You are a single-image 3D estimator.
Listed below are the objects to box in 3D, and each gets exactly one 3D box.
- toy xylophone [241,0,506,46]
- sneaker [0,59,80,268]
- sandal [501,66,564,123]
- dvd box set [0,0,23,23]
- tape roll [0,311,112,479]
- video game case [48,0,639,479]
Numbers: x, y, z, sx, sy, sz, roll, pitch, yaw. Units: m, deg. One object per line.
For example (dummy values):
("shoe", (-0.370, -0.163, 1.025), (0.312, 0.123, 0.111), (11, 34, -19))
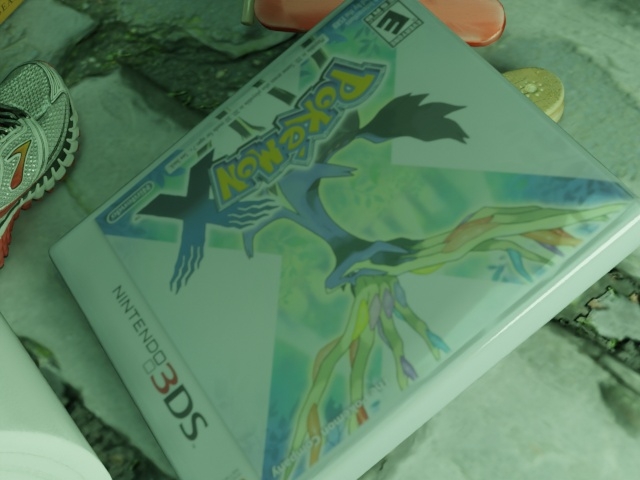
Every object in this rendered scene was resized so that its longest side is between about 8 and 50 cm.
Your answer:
("toy xylophone", (0.040, -0.269, 0.992), (0.236, 0.081, 0.322), (0, 79, 15))
("sneaker", (-0.258, -0.063, 0.929), (0.088, 0.092, 0.225), (6, 51, 15))
("sandal", (0.078, -0.084, 0.890), (0.240, 0.079, 0.088), (-30, 51, -14))
("dvd box set", (-0.420, -0.274, 1.159), (0.308, 0.062, 0.420), (18, 56, 24))
("tape roll", (-0.257, 0.143, 0.659), (0.246, 0.246, 0.169), (-32, 53, -16))
("video game case", (0.000, 0.000, 0.803), (0.329, 0.036, 0.300), (-40, 52, 0))
